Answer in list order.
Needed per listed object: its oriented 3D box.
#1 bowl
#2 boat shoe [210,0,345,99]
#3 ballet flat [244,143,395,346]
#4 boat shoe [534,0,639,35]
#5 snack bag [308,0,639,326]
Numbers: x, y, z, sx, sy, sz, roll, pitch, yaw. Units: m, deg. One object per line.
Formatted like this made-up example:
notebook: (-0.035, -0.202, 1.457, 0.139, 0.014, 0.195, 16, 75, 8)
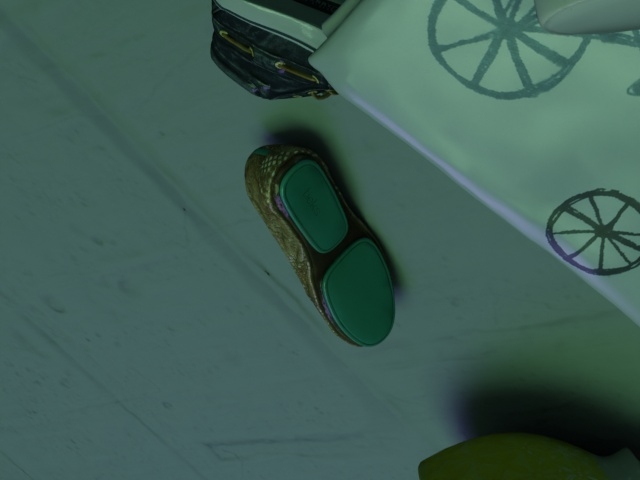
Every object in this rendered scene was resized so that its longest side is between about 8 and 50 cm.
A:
bowl: (0.226, 0.262, 1.050, 0.156, 0.289, 0.289, -37, 119, 6)
boat shoe: (0.011, -0.118, 0.816, 0.183, 0.065, 0.083, 28, 147, 11)
ballet flat: (0.000, 0.000, 0.983, 0.067, 0.073, 0.206, 31, 154, 46)
boat shoe: (0.222, -0.174, 0.513, 0.301, 0.108, 0.102, -20, 82, 23)
snack bag: (0.213, -0.095, 0.668, 0.342, 0.037, 0.323, 38, 129, -11)
